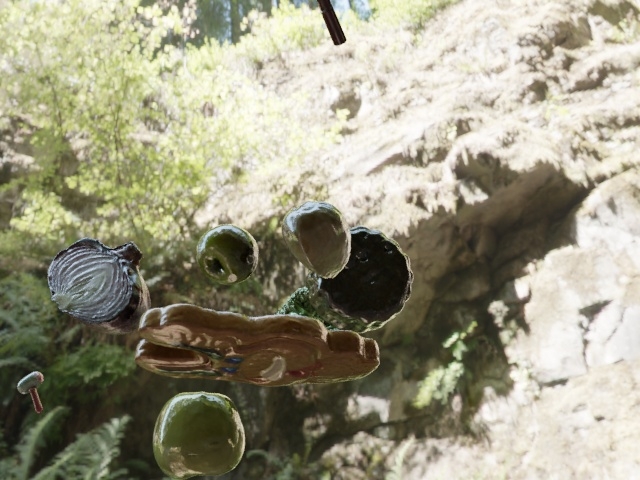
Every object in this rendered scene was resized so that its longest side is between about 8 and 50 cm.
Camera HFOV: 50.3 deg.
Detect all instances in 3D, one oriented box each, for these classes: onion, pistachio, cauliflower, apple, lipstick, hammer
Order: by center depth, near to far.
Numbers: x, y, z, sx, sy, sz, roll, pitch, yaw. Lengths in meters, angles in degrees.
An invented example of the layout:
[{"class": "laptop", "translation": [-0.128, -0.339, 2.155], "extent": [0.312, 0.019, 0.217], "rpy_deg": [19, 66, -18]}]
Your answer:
[{"class": "onion", "translation": [-0.335, 0.077, 1.090], "extent": [0.151, 0.206, 0.098], "rpy_deg": [-43, -37, -10]}, {"class": "lipstick", "translation": [0.002, -0.415, 1.155], "extent": [0.027, 0.027, 0.176], "rpy_deg": [-19, -57, 13]}, {"class": "pistachio", "translation": [0.000, 0.000, 1.168], "extent": [0.108, 0.126, 0.185], "rpy_deg": [-12, -27, 17]}, {"class": "hammer", "translation": [-0.566, 0.304, 1.347], "extent": [0.052, 0.083, 0.031], "rpy_deg": [-35, -27, 6]}, {"class": "apple", "translation": [-0.338, 0.550, 1.924], "extent": [0.262, 0.262, 0.262], "rpy_deg": [-4, -41, -4]}, {"class": "apple", "translation": [-0.282, 0.040, 2.080], "extent": [0.196, 0.157, 0.196], "rpy_deg": [12, -60, 22]}, {"class": "cauliflower", "translation": [-0.046, 0.321, 2.370], "extent": [0.272, 0.250, 0.275], "rpy_deg": [-36, -83, -8]}]

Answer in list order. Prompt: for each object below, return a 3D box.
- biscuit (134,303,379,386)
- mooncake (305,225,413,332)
[{"class": "biscuit", "translation": [-0.082, 0.155, 0.923], "extent": [0.333, 0.047, 0.202], "rpy_deg": [8, -32, -17]}, {"class": "mooncake", "translation": [0.105, 0.102, 1.856], "extent": [0.290, 0.290, 0.161], "rpy_deg": [2, -19, -11]}]
